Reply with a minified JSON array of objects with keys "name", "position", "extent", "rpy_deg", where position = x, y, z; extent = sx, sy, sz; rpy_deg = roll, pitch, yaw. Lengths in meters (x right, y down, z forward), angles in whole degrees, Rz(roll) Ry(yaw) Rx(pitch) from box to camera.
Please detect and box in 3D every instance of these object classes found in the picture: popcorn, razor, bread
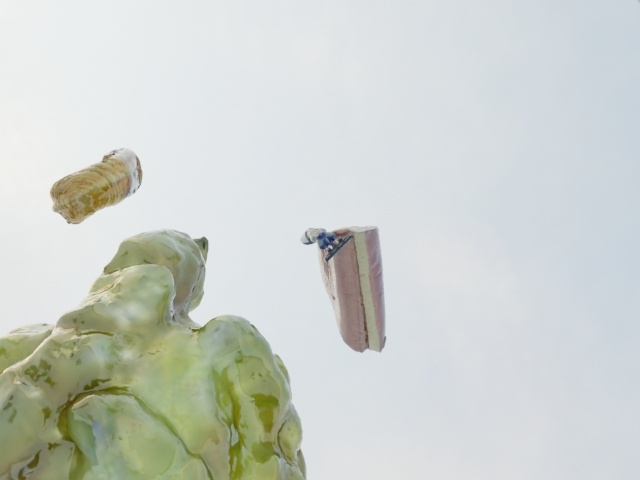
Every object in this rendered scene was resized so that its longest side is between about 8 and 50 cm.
[{"name":"popcorn","position":[-0.136,0.168,0.659],"extent":[0.279,0.335,0.274],"rpy_deg":[49,-45,4]},{"name":"razor","position":[-0.003,-0.003,1.130],"extent":[0.028,0.044,0.154],"rpy_deg":[48,-8,-13]},{"name":"bread","position":[0.042,0.037,1.170],"extent":[0.119,0.067,0.192],"rpy_deg":[-121,-160,-50]},{"name":"bread","position":[-0.203,-0.049,0.846],"extent":[0.083,0.111,0.044],"rpy_deg":[-29,-80,4]}]

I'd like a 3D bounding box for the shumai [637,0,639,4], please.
[{"name":"shumai","position":[0.333,-0.201,0.840],"extent":[0.222,0.225,0.261],"rpy_deg":[11,-74,9]}]
